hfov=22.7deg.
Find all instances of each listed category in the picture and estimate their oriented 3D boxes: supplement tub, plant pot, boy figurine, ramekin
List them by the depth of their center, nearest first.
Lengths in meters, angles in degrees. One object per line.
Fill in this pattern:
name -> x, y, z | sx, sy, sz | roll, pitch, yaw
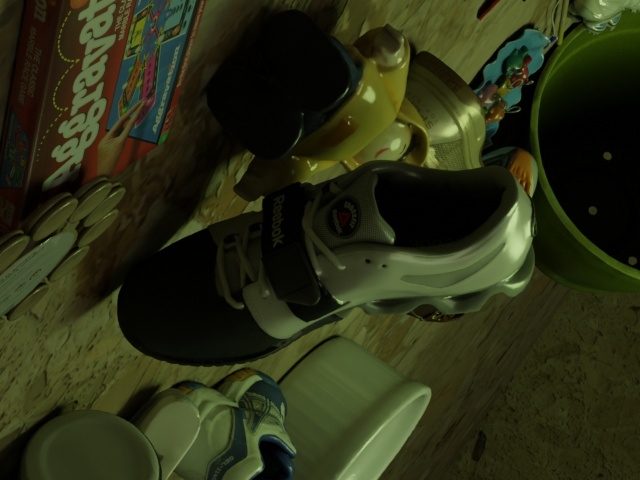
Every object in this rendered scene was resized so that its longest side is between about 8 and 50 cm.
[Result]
boy figurine -> 0.006, -0.092, 1.243 | 0.177, 0.092, 0.285 | -44, 162, 8
supplement tub -> -0.208, 0.240, 1.348 | 0.117, 0.117, 0.190 | -38, 160, -42
ramekin -> 0.001, 0.252, 1.980 | 0.277, 0.135, 0.277 | -47, 165, -16
plant pot -> 0.408, -0.081, 2.090 | 0.366, 0.366, 0.353 | -48, 176, -15

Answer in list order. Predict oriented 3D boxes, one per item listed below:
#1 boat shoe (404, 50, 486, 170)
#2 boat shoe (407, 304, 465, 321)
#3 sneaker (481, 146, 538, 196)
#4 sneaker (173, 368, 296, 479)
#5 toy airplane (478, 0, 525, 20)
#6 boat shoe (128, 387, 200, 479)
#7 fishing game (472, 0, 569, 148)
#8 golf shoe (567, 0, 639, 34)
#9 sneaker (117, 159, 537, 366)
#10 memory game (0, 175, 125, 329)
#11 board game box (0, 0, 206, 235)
boat shoe -> 0.100, -0.061, 1.591 | 0.110, 0.121, 0.341 | -44, 154, -11
boat shoe -> 0.156, 0.076, 2.158 | 0.073, 0.073, 0.207 | -54, 164, 12
sneaker -> 0.207, -0.060, 1.969 | 0.121, 0.099, 0.262 | -54, 179, -30
sneaker -> -0.081, 0.215, 1.652 | 0.112, 0.131, 0.296 | -57, 167, 11
toy airplane -> 0.210, -0.277, 1.559 | 0.151, 0.028, 0.151 | -46, 165, -16
boat shoe -> -0.182, 0.215, 1.491 | 0.184, 0.066, 0.063 | -58, -162, 4
fishing game -> 0.204, -0.158, 1.807 | 0.264, 0.041, 0.189 | -47, 163, -17
golf shoe -> 0.360, -0.310, 1.872 | 0.176, 0.069, 0.086 | -41, 156, -40
sneaker -> 0.000, 0.000, 1.205 | 0.330, 0.122, 0.146 | -14, 154, -2
memory game -> -0.195, 0.024, 1.007 | 0.186, 0.012, 0.186 | -42, 174, -5
board game box -> -0.117, -0.128, 0.922 | 0.145, 0.027, 0.281 | -38, 160, -39
